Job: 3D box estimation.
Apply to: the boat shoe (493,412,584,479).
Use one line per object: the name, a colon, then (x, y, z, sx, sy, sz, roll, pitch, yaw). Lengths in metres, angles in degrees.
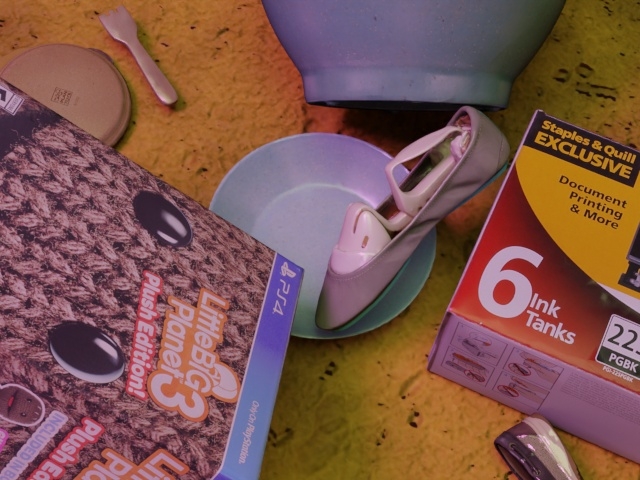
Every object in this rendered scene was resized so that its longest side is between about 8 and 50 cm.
boat shoe: (0.185, 0.207, 0.901, 0.049, 0.056, 0.152, -24, 58, -9)

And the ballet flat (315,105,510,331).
ballet flat: (0.058, -0.022, 0.927, 0.213, 0.072, 0.068, -45, 118, -3)

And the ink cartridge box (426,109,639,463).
ink cartridge box: (0.282, 0.032, 0.947, 0.309, 0.130, 0.272, 23, 64, 8)

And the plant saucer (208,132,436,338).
plant saucer: (0.000, 0.000, 0.999, 0.195, 0.037, 0.195, 1, 63, -2)

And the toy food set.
toy food set: (-0.234, -0.124, 1.053, 0.192, 0.038, 0.132, -28, 75, -21)

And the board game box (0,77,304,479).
board game box: (-0.180, 0.055, 0.798, 0.291, 0.141, 0.232, 32, 33, -15)

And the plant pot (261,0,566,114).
plant pot: (0.076, -0.207, 0.992, 0.293, 0.293, 0.196, 2, 94, -2)
